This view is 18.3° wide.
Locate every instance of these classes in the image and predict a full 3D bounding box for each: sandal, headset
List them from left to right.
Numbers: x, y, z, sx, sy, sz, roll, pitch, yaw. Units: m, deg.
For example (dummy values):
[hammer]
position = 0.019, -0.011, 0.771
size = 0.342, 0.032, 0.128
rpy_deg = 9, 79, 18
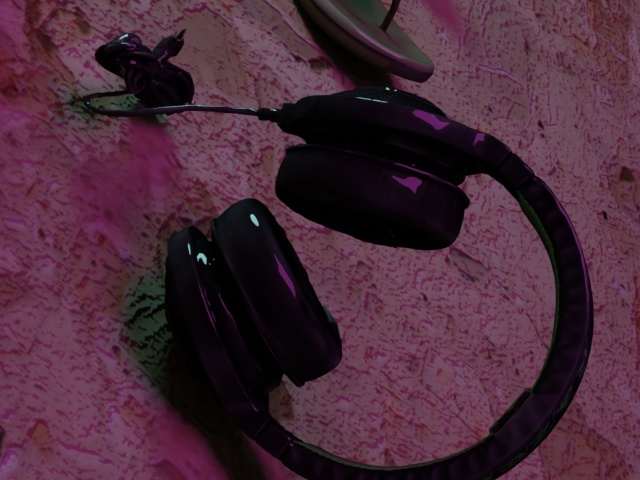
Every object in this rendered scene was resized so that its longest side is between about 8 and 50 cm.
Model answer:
[headset]
position = 0.000, 0.000, 1.305
size = 0.394, 0.243, 0.185
rpy_deg = 42, -1, 15
[sandal]
position = 0.019, -0.270, 1.760
size = 0.120, 0.086, 0.302
rpy_deg = 5, 55, -56
